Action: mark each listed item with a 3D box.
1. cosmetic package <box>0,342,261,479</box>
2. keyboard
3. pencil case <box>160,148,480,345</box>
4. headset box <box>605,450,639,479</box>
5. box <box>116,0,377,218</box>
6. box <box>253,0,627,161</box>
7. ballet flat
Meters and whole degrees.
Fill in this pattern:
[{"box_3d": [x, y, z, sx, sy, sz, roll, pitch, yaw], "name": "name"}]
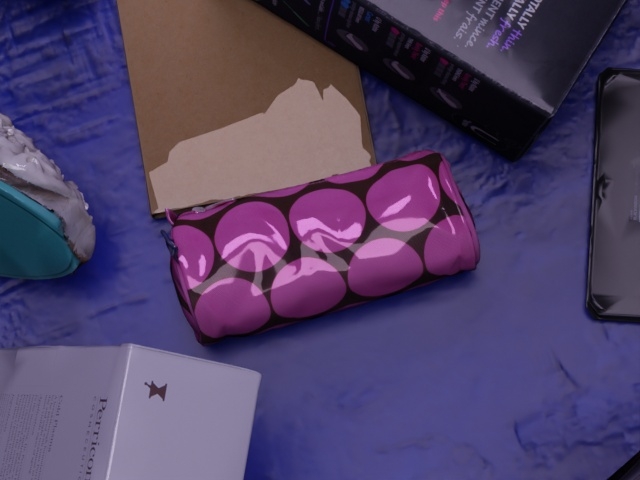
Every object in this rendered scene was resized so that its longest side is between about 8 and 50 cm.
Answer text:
[{"box_3d": [-0.168, 0.255, 1.164, 0.097, 0.284, 0.377, 14, 80, -26], "name": "cosmetic package"}, {"box_3d": [0.243, -0.031, 1.324, 0.108, 0.023, 0.180, 3, 81, 10], "name": "keyboard"}, {"box_3d": [0.000, 0.000, 1.299, 0.209, 0.095, 0.098, -14, 64, -2], "name": "pencil case"}, {"box_3d": [0.218, 0.182, 1.150, 0.218, 0.293, 0.110, -41, 81, -3], "name": "headset box"}, {"box_3d": [-0.056, -0.127, 1.356, 0.164, 0.021, 0.201, -10, 80, 1], "name": "box"}, {"box_3d": [0.071, -0.201, 1.286, 0.270, 0.143, 0.165, 33, 80, 3], "name": "box"}, {"box_3d": [-0.339, -0.088, 1.315, 0.409, 0.147, 0.147, 14, 81, 5], "name": "ballet flat"}]
